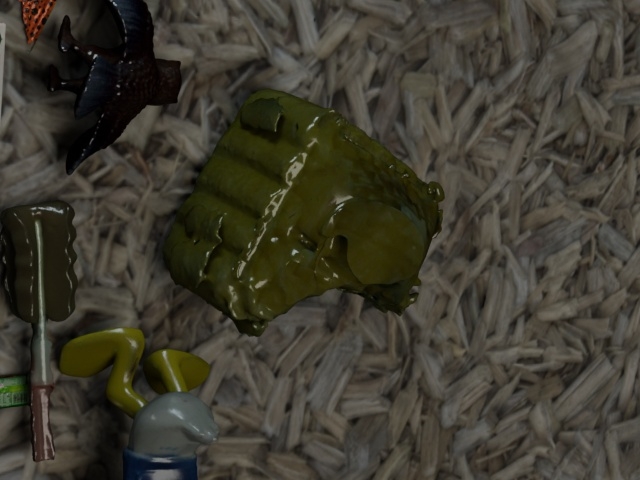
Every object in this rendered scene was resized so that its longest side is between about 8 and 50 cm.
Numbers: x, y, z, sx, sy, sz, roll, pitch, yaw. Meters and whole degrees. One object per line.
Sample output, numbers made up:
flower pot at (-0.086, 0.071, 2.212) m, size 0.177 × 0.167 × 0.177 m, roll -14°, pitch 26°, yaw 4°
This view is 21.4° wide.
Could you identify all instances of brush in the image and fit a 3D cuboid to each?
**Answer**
brush at (-0.315, 0.105, 1.900) m, size 0.084 × 0.071 × 0.301 m, roll -7°, pitch 105°, yaw -28°

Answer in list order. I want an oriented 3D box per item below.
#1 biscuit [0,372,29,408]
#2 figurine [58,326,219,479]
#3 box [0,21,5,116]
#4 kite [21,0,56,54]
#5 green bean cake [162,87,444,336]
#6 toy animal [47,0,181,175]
biscuit at (-0.360, 0.172, 1.919) m, size 0.089 × 0.016 × 0.046 m, roll -3°, pitch 104°, yaw -39°
figurine at (-0.202, 0.313, 1.944) m, size 0.204 × 0.338 × 0.283 m, roll 6°, pitch 134°, yaw -33°
box at (-0.383, -0.172, 1.779) m, size 0.089 × 0.043 × 0.125 m, roll -2°, pitch 104°, yaw -38°
kite at (-0.294, -0.326, 1.832) m, size 0.125 × 0.008 × 0.222 m, roll -30°, pitch 121°, yaw -32°
green bean cake at (0.000, 0.000, 2.039) m, size 0.310 × 0.202 × 0.285 m, roll 29°, pitch 86°, yaw -40°
toy animal at (-0.214, -0.172, 1.867) m, size 0.179 × 0.116 × 0.218 m, roll 3°, pitch 107°, yaw -40°
